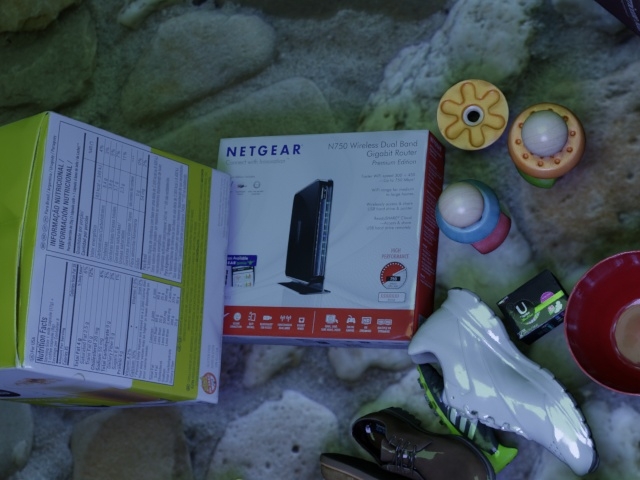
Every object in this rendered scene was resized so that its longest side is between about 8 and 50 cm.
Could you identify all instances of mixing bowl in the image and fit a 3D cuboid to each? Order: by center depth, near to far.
[{"bbox_3d":[0.406,0.110,1.509,0.181,0.098,0.182,-6,74,23],"label":"mixing bowl"}]

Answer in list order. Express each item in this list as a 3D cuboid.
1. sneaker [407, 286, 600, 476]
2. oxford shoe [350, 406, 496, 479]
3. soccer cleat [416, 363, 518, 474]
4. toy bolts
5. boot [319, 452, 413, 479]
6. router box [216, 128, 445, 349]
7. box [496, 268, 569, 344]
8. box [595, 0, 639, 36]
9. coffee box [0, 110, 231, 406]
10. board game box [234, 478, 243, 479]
[{"bbox_3d":[0.235,0.198,1.542,0.129,0.111,0.297,-42,62,-5],"label":"sneaker"},{"bbox_3d":[0.126,0.284,1.551,0.227,0.096,0.083,16,101,46],"label":"oxford shoe"},{"bbox_3d":[0.194,0.229,1.599,0.072,0.060,0.179,-33,69,-2],"label":"soccer cleat"},{"bbox_3d":[0.217,-0.110,1.604,0.218,0.158,0.229,35,92,17],"label":"toy bolts"},{"bbox_3d":[0.116,0.374,1.567,0.305,0.112,0.115,25,97,25],"label":"boot"},{"bbox_3d":[0.000,0.000,1.728,0.335,0.082,0.301,-1,76,24],"label":"router box"},{"bbox_3d":[0.288,0.089,1.593,0.083,0.052,0.062,-36,65,12],"label":"box"},{"bbox_3d":[0.359,-0.443,1.633,0.143,0.191,0.381,-47,62,6],"label":"box"},{"bbox_3d":[-0.363,0.051,1.687,0.337,0.334,0.338,-11,71,41],"label":"coffee box"},{"bbox_3d":[-0.129,0.469,1.650,0.124,0.039,0.260,-19,72,14],"label":"board game box"}]
